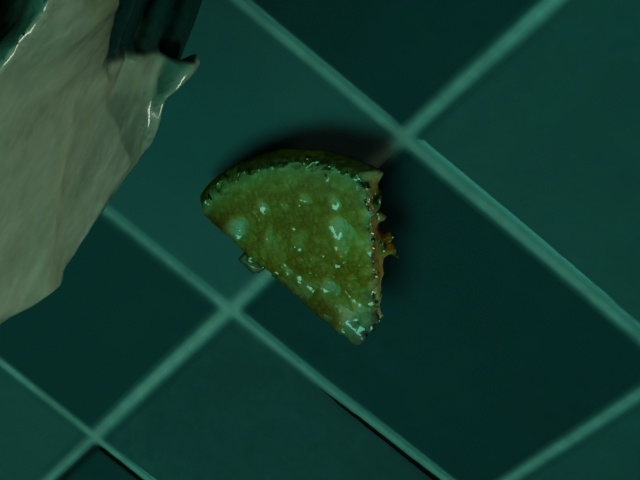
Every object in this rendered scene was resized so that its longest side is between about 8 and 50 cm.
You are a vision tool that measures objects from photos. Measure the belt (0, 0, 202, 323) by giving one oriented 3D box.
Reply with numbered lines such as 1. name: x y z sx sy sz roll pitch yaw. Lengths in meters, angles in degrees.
1. belt: -0.128 -0.165 0.408 0.173 0.300 0.436 14 134 19

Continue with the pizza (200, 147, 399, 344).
1. pizza: 0.000 -0.001 0.683 0.083 0.025 0.078 -4 122 41
